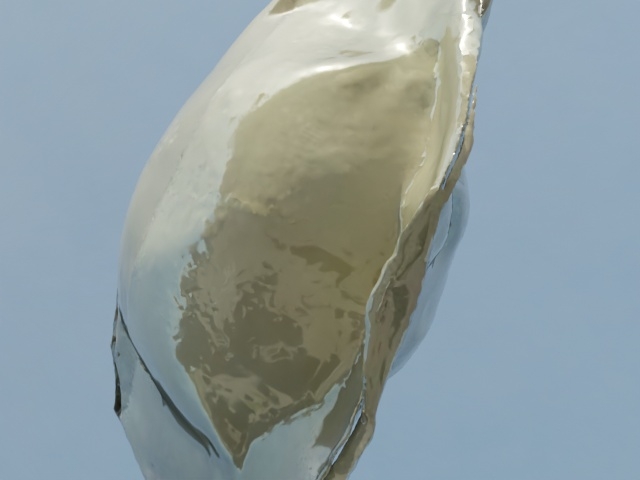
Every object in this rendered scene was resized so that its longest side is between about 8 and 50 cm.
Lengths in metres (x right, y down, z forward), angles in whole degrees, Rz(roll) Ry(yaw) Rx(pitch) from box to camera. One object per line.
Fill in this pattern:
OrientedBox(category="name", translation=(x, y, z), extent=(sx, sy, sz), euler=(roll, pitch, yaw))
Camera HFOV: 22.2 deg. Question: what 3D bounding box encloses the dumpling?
OrientedBox(category="dumpling", translation=(0.002, -0.003, 0.886), extent=(0.341, 0.260, 0.181), euler=(-43, -62, -7))
